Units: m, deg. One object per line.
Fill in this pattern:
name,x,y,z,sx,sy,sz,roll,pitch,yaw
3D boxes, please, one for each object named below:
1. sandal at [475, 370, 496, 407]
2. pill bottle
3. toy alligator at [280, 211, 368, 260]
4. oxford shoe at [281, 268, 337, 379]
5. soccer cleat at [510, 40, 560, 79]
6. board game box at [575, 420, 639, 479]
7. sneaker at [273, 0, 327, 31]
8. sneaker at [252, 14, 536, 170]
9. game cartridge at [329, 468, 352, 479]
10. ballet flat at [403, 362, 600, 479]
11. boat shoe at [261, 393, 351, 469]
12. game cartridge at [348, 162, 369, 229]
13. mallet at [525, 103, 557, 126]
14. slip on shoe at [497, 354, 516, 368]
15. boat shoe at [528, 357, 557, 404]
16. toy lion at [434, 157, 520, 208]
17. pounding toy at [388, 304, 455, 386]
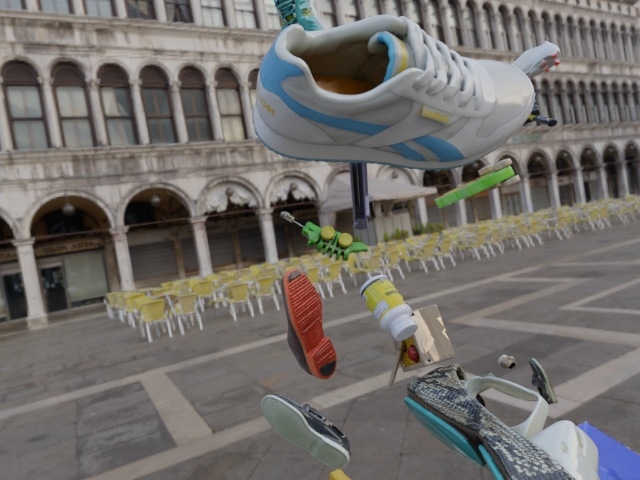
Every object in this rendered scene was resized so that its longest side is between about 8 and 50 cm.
sandal,0.371,0.424,1.187,0.120,0.086,0.302,-28,-26,-21
pill bottle,0.126,0.124,0.854,0.065,0.116,0.065,-20,-38,-17
toy alligator,0.000,0.000,0.929,0.190,0.051,0.056,22,-21,0
oxford shoe,-0.050,0.193,1.068,0.099,0.271,0.097,-2,18,43
soccer cleat,0.514,-0.437,1.204,0.196,0.076,0.068,-29,-41,18
board game box,0.552,0.537,0.860,0.141,0.290,0.232,-22,14,-11
sneaker,-0.057,-0.481,1.009,0.107,0.274,0.110,-21,-8,19
sneaker,0.068,-0.109,0.347,0.229,0.087,0.092,-7,-18,-15
game cartridge,0.129,0.832,1.262,0.053,0.284,0.324,-5,12,-33
ballet flat,0.298,0.315,0.728,0.182,0.164,0.483,-36,16,-6
boat shoe,-0.040,0.609,1.550,0.340,0.127,0.113,31,25,7
game cartridge,0.121,-0.233,1.475,0.068,0.230,0.354,0,-38,8
mallet,0.439,-0.253,0.975,0.063,0.039,0.189,-13,18,17
slip on shoe,0.660,0.430,1.627,0.135,0.051,0.041,33,8,-49
boat shoe,0.698,0.450,1.482,0.049,0.152,0.056,-25,-10,3
toy lion,0.202,-0.070,0.623,0.096,0.034,0.100,-26,1,3
pounding toy,0.191,0.222,0.975,0.101,0.129,0.141,-11,-18,-19
